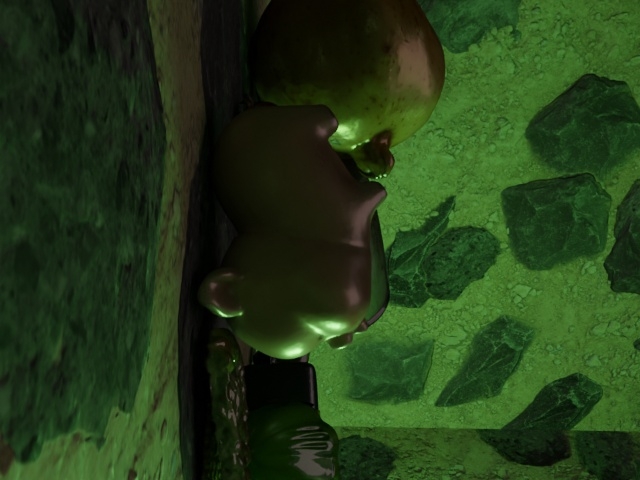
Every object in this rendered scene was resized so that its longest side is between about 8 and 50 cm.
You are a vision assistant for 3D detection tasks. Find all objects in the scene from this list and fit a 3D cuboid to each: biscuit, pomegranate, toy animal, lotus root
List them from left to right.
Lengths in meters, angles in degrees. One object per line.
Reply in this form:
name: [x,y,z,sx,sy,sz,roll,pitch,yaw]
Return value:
biscuit: [-0.139,0.306,0.921,0.144,0.016,0.203,87,3,-73]
biscuit: [-0.114,0.232,0.912,0.187,0.036,0.273,-106,-168,-77]
lotus root: [-0.081,0.326,1.075,0.186,0.186,0.186,1,90,-89]
toy animal: [-0.041,-0.010,0.911,0.326,0.269,0.237,58,-4,3]
pomegranate: [0.056,-0.308,1.365,0.410,0.410,0.410,1,90,-89]

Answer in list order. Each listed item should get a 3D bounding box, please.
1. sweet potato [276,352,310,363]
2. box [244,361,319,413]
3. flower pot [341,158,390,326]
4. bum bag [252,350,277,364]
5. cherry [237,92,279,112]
sweet potato: [-0.065,0.270,1.531,0.243,0.077,0.077,-58,177,-4]
box: [-0.073,0.282,1.296,0.201,0.145,0.090,85,2,-71]
flower pot: [0.000,0.000,1.494,0.293,0.294,0.330,-88,176,-52]
bum bag: [-0.114,0.324,1.440,0.106,0.060,0.232,121,-27,-73]
cherry: [-0.099,-0.172,1.126,0.225,0.090,0.107,-19,126,-79]
